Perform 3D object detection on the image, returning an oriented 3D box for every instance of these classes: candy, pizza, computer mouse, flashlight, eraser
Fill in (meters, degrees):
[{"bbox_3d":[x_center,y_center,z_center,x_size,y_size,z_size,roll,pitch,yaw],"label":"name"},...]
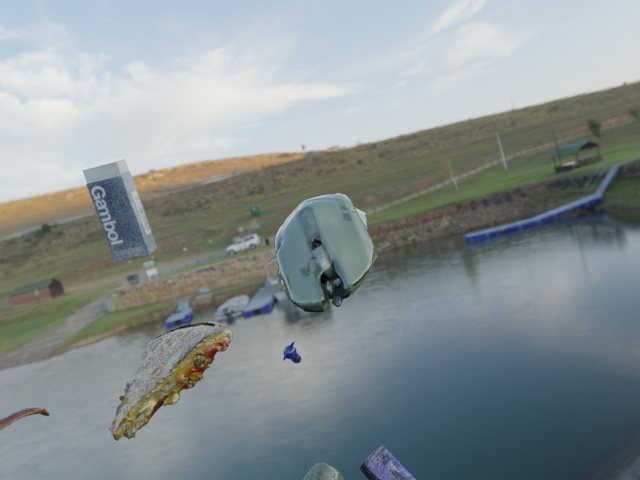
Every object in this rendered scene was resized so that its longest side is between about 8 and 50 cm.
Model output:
[{"bbox_3d":[0.237,0.669,1.370,0.088,0.312,0.061,-27,-33,-35],"label":"candy"},{"bbox_3d":[-0.449,0.404,1.544,0.439,0.130,0.406,-19,30,47],"label":"pizza"},{"bbox_3d":[-0.001,-0.001,1.219,0.228,0.145,0.429,-31,25,9],"label":"computer mouse"},{"bbox_3d":[-0.079,0.312,1.474,0.035,0.057,0.121,23,-18,20],"label":"flashlight"},{"bbox_3d":[-0.437,-0.064,1.178,0.091,0.213,0.046,-10,16,12],"label":"eraser"}]

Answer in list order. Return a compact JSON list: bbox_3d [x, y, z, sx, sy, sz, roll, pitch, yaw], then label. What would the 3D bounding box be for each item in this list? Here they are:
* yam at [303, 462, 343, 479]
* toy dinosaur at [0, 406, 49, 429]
[{"bbox_3d":[-0.013,0.562,1.054,0.106,0.106,0.259,-14,15,12],"label":"yam"},{"bbox_3d":[-0.598,0.272,0.734,0.208,0.097,0.432,4,3,8],"label":"toy dinosaur"}]
